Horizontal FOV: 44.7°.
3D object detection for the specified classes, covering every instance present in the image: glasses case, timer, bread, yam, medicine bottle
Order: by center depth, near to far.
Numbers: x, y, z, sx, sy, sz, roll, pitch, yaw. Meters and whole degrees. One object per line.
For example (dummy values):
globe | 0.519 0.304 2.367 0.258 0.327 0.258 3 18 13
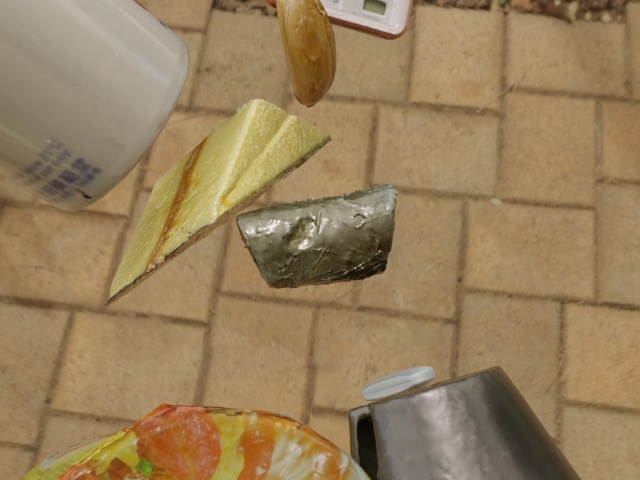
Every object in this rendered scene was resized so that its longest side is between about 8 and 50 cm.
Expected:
medicine bottle | -0.233 -0.153 0.380 0.341 0.130 0.130 36 65 -33
yam | 0.000 0.000 0.879 0.183 0.107 0.107 -8 69 -7
bread | -0.017 -0.297 1.171 0.077 0.114 0.189 -12 108 8
timer | 0.032 -0.478 1.314 0.257 0.161 0.250 10 77 -20
bread | -0.196 -0.044 1.546 0.242 0.346 0.405 32 48 -31
glasses case | 0.153 0.286 1.549 0.067 0.178 0.045 -9 75 -42

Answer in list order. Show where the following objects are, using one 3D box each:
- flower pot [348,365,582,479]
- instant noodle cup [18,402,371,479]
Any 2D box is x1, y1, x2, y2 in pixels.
flower pot | 0.181 0.311 1.022 0.379 0.379 0.251 -16 77 -7
instant noodle cup | -0.100 0.232 0.476 0.264 0.200 0.264 6 78 -29
